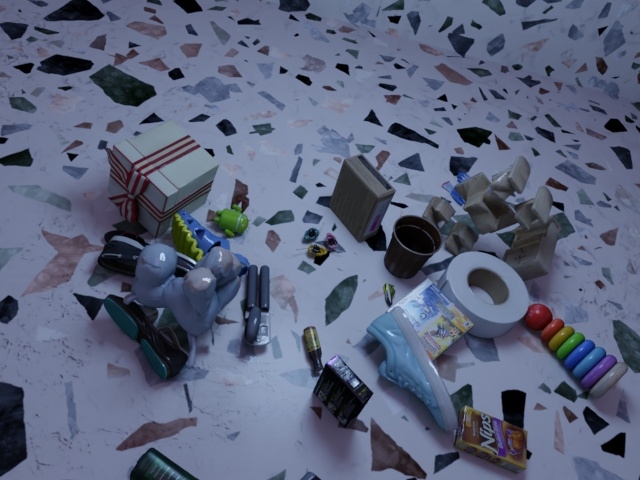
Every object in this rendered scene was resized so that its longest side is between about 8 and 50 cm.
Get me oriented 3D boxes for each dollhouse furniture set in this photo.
[{"bbox_3d":[0.639,-0.084,1.789,0.394,0.362,0.256,48,49,-13],"label":"dollhouse furniture set"}]

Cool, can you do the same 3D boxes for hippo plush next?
[{"bbox_3d":[-0.360,0.115,1.346,0.236,0.294,0.234,21,29,12],"label":"hippo plush"}]

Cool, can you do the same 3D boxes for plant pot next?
[{"bbox_3d":[0.292,0.031,1.698,0.166,0.165,0.167,9,49,-11],"label":"plant pot"}]

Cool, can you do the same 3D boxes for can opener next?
[{"bbox_3d":[-0.178,0.179,1.487,0.074,0.093,0.280,6,45,-11],"label":"can opener"}]

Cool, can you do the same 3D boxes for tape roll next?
[{"bbox_3d":[0.531,0.175,1.693,0.286,0.100,0.286,8,50,-10],"label":"tape roll"}]

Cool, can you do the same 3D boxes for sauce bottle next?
[{"bbox_3d":[-0.017,0.306,1.454,0.042,0.042,0.128,-4,51,-20],"label":"sauce bottle"}]

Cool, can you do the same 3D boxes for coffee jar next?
[{"bbox_3d":[-0.323,0.542,1.127,0.184,0.096,0.079,29,48,9],"label":"coffee jar"}]

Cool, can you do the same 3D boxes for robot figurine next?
[{"bbox_3d":[-0.286,-0.064,1.667,0.115,0.067,0.101,16,76,-3],"label":"robot figurine"}]

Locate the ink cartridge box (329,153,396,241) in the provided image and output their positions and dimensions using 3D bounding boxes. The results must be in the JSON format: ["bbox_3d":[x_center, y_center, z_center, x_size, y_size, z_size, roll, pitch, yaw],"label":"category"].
[{"bbox_3d":[0.136,-0.143,1.750,0.088,0.235,0.193,-23,61,-30],"label":"ink cartridge box"}]

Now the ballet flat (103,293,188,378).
[{"bbox_3d":[-0.453,0.240,1.354,0.280,0.095,0.096,48,43,10],"label":"ballet flat"}]

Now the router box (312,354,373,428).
[{"bbox_3d":[0.054,0.389,1.314,0.046,0.179,0.133,-32,66,-33],"label":"router box"}]

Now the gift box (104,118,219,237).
[{"bbox_3d":[-0.514,-0.193,1.590,0.276,0.255,0.258,39,49,9],"label":"gift box"}]

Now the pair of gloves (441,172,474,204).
[{"bbox_3d":[0.596,-0.209,2.089,0.198,0.023,0.159,-32,66,-34],"label":"pair of gloves"}]

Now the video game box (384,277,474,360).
[{"bbox_3d":[0.333,0.244,1.582,0.187,0.048,0.205,-35,66,-17],"label":"video game box"}]

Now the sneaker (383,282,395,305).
[{"bbox_3d":[0.226,0.171,1.649,0.035,0.031,0.083,6,50,-13],"label":"sneaker"}]

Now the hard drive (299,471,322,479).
[{"bbox_3d":[-0.038,0.661,1.140,0.172,0.054,0.254,36,50,15],"label":"hard drive"}]

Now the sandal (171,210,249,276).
[{"bbox_3d":[-0.331,0.033,1.545,0.138,0.126,0.317,-31,74,-36],"label":"sandal"}]

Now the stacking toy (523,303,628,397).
[{"bbox_3d":[0.784,0.333,1.631,0.141,0.141,0.330,-24,55,-32],"label":"stacking toy"}]

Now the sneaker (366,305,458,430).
[{"bbox_3d":[0.248,0.376,1.447,0.150,0.135,0.366,-28,65,3],"label":"sneaker"}]

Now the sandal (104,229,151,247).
[{"bbox_3d":[-0.561,0.006,1.542,0.179,0.040,0.067,22,48,2],"label":"sandal"}]

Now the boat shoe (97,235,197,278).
[{"bbox_3d":[-0.483,0.078,1.467,0.302,0.114,0.091,13,47,10],"label":"boat shoe"}]

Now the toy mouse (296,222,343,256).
[{"bbox_3d":[0.000,0.000,1.725,0.161,0.031,0.143,11,49,-8],"label":"toy mouse"}]

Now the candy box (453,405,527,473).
[{"bbox_3d":[0.464,0.540,1.397,0.186,0.053,0.109,21,49,3],"label":"candy box"}]
